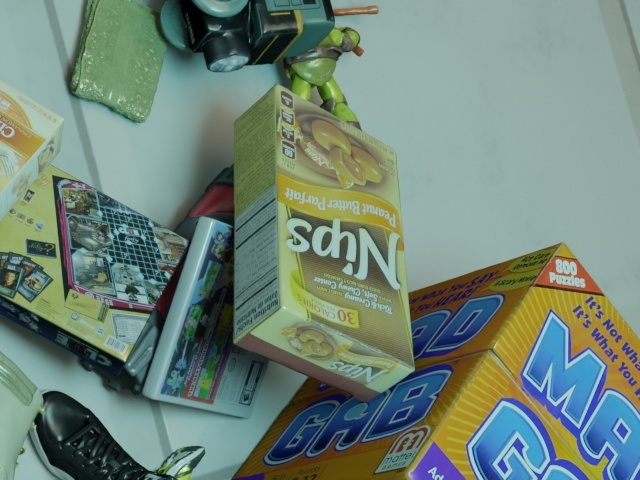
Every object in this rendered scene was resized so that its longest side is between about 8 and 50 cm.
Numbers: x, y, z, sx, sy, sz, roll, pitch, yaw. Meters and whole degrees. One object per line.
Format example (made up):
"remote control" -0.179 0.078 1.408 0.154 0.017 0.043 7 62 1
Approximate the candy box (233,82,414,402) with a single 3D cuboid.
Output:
"candy box" 0.000 0.000 1.724 0.183 0.087 0.316 26 42 -30

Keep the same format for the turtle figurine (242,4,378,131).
"turtle figurine" -0.004 -0.214 1.962 0.269 0.087 0.217 -9 82 -40

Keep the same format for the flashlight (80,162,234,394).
"flashlight" -0.144 0.041 1.770 0.304 0.103 0.103 -55 140 -33

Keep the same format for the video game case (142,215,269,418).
"video game case" -0.104 0.088 1.748 0.183 0.023 0.201 22 86 -56

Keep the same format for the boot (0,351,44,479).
"boot" -0.319 0.228 1.580 0.165 0.077 0.213 -72 149 -51

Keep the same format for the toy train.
"toy train" -0.104 -0.355 1.863 0.190 0.142 0.334 -7 73 -27

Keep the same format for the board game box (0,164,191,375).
"board game box" -0.279 0.013 1.654 0.243 0.042 0.165 29 58 -5

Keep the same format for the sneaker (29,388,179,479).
"sneaker" -0.207 0.236 1.643 0.079 0.121 0.217 -42 103 -39

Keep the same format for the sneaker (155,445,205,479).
"sneaker" -0.156 0.256 1.741 0.083 0.031 0.035 -37 114 -35

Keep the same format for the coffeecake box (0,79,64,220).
"coffeecake box" -0.371 -0.080 1.602 0.142 0.068 0.185 32 59 5

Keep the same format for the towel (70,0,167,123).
"towel" -0.229 -0.215 1.824 0.110 0.027 0.148 23 62 -32

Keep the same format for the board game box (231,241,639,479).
"board game box" 0.175 0.281 1.776 0.356 0.356 0.356 50 53 -15
